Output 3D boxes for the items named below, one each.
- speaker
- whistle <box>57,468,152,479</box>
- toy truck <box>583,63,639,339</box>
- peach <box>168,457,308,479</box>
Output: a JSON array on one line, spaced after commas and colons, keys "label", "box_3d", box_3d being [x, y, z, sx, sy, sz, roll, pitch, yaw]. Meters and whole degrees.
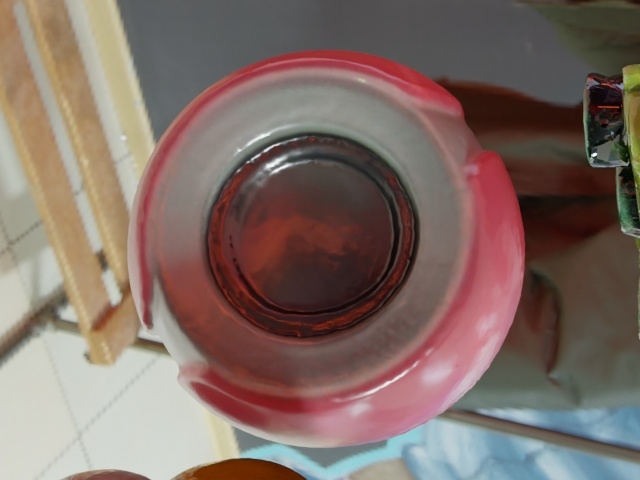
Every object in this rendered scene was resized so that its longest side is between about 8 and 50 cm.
[{"label": "speaker", "box_3d": [0.000, 0.000, 0.895, 0.294, 0.294, 0.294, -24, 119, -55]}, {"label": "whistle", "box_3d": [-0.203, 0.321, 0.976, 0.348, 0.189, 0.189, -48, 154, 16]}, {"label": "toy truck", "box_3d": [0.208, 0.025, 0.600, 0.259, 0.128, 0.135, 58, 35, -55]}, {"label": "peach", "box_3d": [-0.041, 0.260, 0.723, 0.251, 0.153, 0.251, -4, 90, -90]}]
